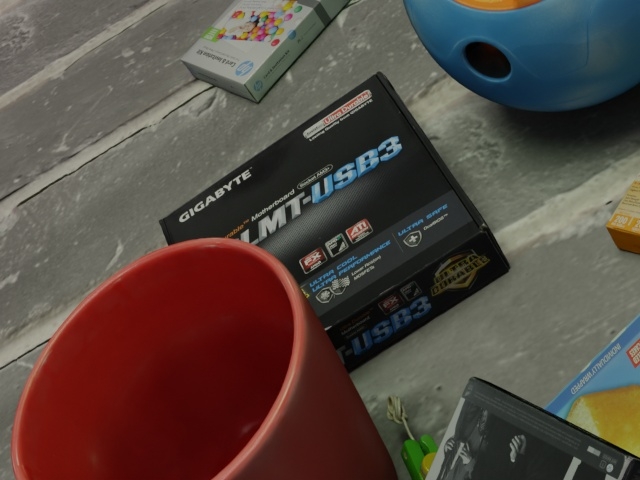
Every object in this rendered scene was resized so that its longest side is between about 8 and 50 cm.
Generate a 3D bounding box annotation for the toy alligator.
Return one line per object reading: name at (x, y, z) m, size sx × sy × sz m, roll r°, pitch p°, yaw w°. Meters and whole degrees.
toy alligator at (0.099, 0.198, 1.105) m, size 0.051 × 0.056 × 0.189 m, roll 4°, pitch 39°, yaw -16°

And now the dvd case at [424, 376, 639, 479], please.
dvd case at (0.116, 0.231, 0.928) m, size 0.179 × 0.030 × 0.238 m, roll 24°, pitch 91°, yaw 58°

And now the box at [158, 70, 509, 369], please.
box at (0.000, 0.000, 1.344) m, size 0.296 × 0.073 × 0.293 m, roll -32°, pitch 42°, yaw 6°

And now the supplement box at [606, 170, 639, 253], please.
supplement box at (0.304, -0.034, 1.177) m, size 0.062 × 0.036 × 0.098 m, roll 16°, pitch 63°, yaw 43°

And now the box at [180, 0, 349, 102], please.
box at (-0.067, -0.263, 1.659) m, size 0.186 × 0.038 × 0.145 m, roll -50°, pitch 41°, yaw -11°

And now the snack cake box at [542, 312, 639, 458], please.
snack cake box at (0.209, 0.183, 0.933) m, size 0.264 × 0.089 × 0.152 m, roll -50°, pitch 34°, yaw 24°

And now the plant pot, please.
plant pot at (-0.072, 0.173, 1.102) m, size 0.275 × 0.243 × 0.275 m, roll -20°, pitch 44°, yaw 21°

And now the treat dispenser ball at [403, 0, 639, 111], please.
treat dispenser ball at (0.217, -0.265, 1.261) m, size 0.288 × 0.288 × 0.288 m, roll -20°, pitch 44°, yaw 20°
